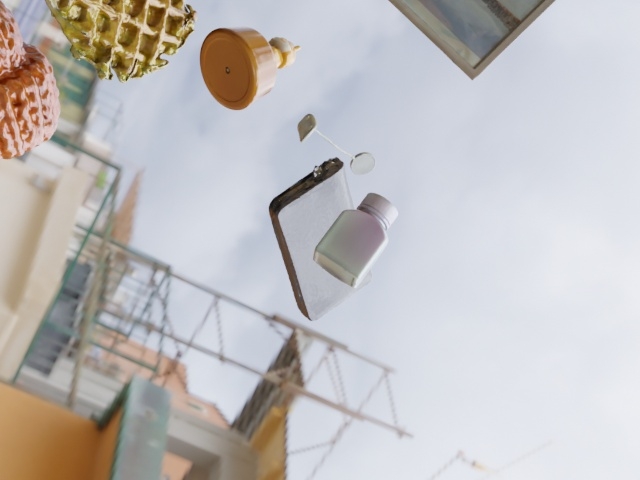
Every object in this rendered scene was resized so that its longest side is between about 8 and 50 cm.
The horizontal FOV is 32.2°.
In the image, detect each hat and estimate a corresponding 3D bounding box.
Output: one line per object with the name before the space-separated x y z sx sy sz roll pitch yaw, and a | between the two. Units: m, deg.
hat | -0.601 -0.349 1.929 0.285 0.285 0.401 -108 -162 -64

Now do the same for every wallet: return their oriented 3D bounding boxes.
wallet | 0.000 0.000 1.699 0.149 0.250 0.044 -36 -138 -22

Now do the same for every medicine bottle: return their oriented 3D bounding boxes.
medicine bottle | 0.051 -0.005 1.490 0.118 0.074 0.055 -54 170 -18

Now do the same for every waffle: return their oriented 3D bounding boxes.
waffle | -0.324 -0.425 1.819 0.068 0.325 0.302 9 -140 38

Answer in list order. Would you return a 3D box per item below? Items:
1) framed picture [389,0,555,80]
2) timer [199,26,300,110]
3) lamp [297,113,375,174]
framed picture | 0.208 -0.418 1.715 0.213 0.289 0.016 -44 -169 26
timer | -0.097 -0.292 1.786 0.152 0.132 0.132 -27 171 -42
lamp | 0.034 -0.165 2.037 0.050 0.198 0.056 -44 -139 19
